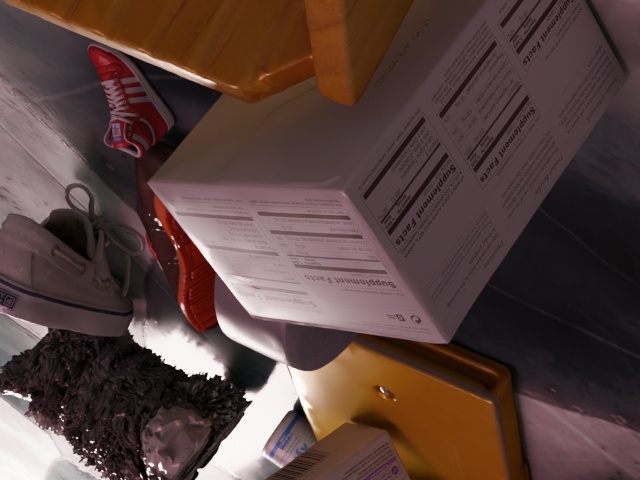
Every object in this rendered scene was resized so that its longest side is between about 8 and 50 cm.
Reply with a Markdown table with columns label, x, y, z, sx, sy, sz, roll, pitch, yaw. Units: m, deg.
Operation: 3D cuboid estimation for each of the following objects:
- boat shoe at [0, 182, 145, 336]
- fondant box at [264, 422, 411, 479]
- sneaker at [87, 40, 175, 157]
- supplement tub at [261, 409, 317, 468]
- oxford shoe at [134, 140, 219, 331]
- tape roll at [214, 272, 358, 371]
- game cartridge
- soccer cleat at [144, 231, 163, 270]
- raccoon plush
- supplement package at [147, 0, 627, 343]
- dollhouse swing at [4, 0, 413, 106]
| label | x | y | z | sx | sy | sz | roll | pitch | yaw |
| --- | --- | --- | --- | --- | --- | --- | --- | --- | --- |
| boat shoe | -0.289 | 0.015 | 1.783 | 0.136 | 0.156 | 0.367 | 23 | 180 | 15 |
| fondant box | 0.030 | 0.404 | 1.698 | 0.096 | 0.238 | 0.330 | -2 | 117 | 60 |
| sneaker | -0.198 | -0.135 | 1.501 | 0.042 | 0.067 | 0.118 | -4 | 132 | 52 |
| supplement tub | -0.013 | 0.267 | 1.918 | 0.107 | 0.071 | 0.071 | 33 | 153 | 6 |
| oxford shoe | -0.137 | -0.007 | 1.632 | 0.098 | 0.097 | 0.271 | 44 | 156 | 33 |
| tape roll | 0.000 | 0.000 | 1.313 | 0.072 | 0.219 | 0.219 | 25 | 151 | 23 |
| game cartridge | 0.095 | 0.192 | 1.703 | 0.285 | 0.052 | 0.323 | 22 | 152 | 26 |
| soccer cleat | -0.178 | 0.019 | 1.765 | 0.036 | 0.029 | 0.083 | -5 | 137 | 47 |
| raccoon plush | -0.251 | 0.166 | 1.886 | 0.299 | 0.216 | 0.446 | 39 | 156 | 5 |
| supplement package | 0.050 | -0.077 | 1.084 | 0.204 | 0.262 | 0.145 | 4 | 138 | 47 |
| dollhouse swing | -0.103 | -0.307 | 0.898 | 0.347 | 0.315 | 0.305 | 24 | 171 | 24 |
